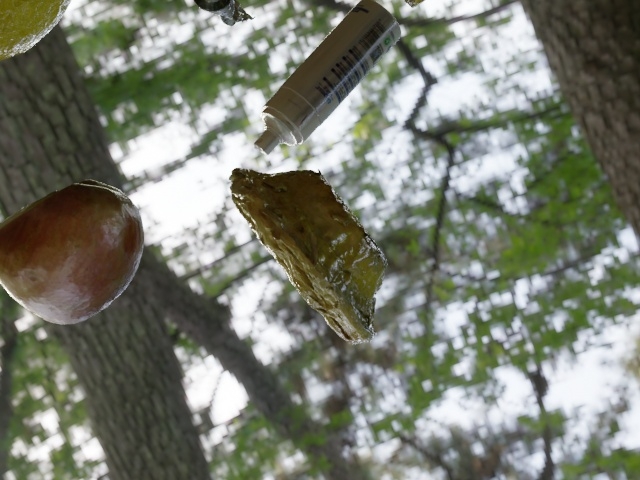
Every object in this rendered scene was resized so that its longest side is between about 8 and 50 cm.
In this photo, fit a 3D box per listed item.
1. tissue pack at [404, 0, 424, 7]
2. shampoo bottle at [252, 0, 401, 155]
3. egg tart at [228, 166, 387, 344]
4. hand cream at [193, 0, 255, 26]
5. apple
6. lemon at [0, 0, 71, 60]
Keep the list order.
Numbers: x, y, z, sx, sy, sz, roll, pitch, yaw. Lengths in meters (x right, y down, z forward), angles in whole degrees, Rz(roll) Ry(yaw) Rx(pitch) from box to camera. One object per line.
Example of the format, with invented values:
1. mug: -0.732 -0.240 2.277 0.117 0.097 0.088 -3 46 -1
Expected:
1. tissue pack: 0.191 -0.472 1.854 0.271 0.192 0.134 -37 -118 -6
2. shampoo bottle: 0.001 -0.249 2.133 0.303 0.092 0.092 -49 -149 -15
3. egg tart: 0.000 0.000 1.723 0.116 0.295 0.295 -40 -156 2
4. hand cream: -0.131 -0.315 1.758 0.050 0.084 0.257 -52 -176 5
5. apple: -0.290 0.007 1.563 0.173 0.160 0.195 -50 -172 1
6. lemon: -0.474 -0.399 1.778 0.350 0.349 0.387 -8 -176 29
